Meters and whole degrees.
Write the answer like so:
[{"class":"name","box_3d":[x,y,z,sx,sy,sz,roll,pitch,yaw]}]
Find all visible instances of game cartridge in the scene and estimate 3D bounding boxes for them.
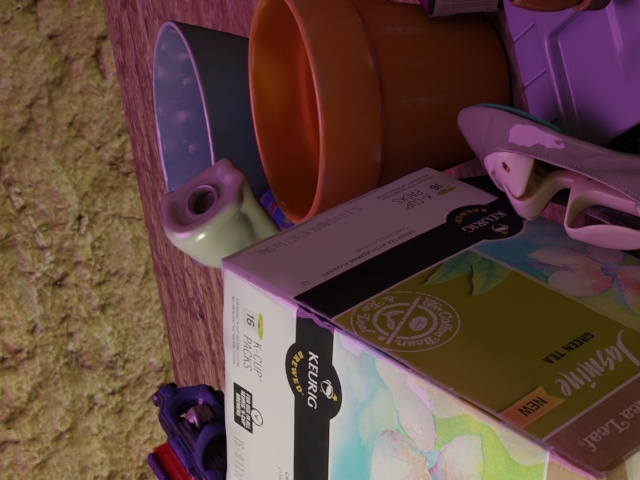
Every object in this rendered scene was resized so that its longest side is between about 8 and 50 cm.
[{"class":"game cartridge","box_3d":[0.208,-0.196,0.889,0.355,0.068,0.230,139,116,-70]}]

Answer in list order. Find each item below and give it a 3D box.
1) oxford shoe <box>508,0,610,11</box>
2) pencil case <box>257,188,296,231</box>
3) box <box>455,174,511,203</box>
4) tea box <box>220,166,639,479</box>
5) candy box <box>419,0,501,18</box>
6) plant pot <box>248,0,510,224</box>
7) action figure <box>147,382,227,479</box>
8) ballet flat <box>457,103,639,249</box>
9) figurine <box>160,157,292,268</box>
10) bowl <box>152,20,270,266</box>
[{"class":"oxford shoe","box_3d":[0.135,-0.251,0.874,0.076,0.076,0.212,158,104,-74]},{"class":"pencil case","box_3d":[0.000,0.000,1.494,0.119,0.133,0.306,-56,11,-2]},{"class":"box","box_3d":[0.126,0.066,1.199,0.207,0.108,0.153,104,151,-52]},{"class":"tea box","box_3d":[0.113,0.174,0.946,0.323,0.220,0.329,26,128,39]},{"class":"candy box","box_3d":[0.109,-0.322,1.111,0.233,0.071,0.159,99,156,-45]},{"class":"plant pot","box_3d":[0.055,-0.126,1.191,0.205,0.188,0.205,171,90,-73]},{"class":"action figure","box_3d":[-0.058,0.301,1.532,0.341,0.330,0.179,-124,32,-55]},{"class":"ballet flat","box_3d":[0.168,-0.039,0.930,0.213,0.068,0.072,22,159,36]},{"class":"figurine","box_3d":[-0.028,0.047,1.225,0.215,0.092,0.209,44,177,46]},{"class":"bowl","box_3d":[-0.099,-0.131,1.727,0.311,0.163,0.312,171,90,-74]}]
